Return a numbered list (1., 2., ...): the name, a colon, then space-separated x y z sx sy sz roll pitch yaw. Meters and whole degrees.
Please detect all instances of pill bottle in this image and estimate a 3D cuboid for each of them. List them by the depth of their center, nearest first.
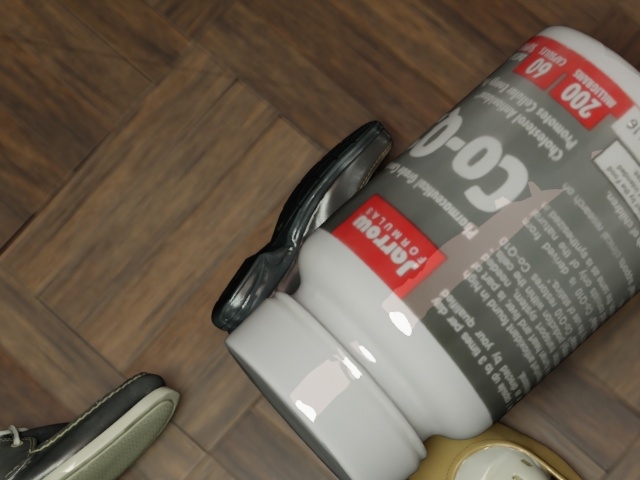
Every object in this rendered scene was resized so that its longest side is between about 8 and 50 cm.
1. pill bottle: 0.090 0.017 1.181 0.283 0.161 0.161 -42 75 -7

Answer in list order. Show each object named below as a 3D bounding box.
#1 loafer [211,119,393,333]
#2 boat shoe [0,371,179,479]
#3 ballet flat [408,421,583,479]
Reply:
1. loafer: 0.000 0.000 1.261 0.061 0.062 0.170 36 86 -9
2. boat shoe: -0.195 0.150 1.227 0.233 0.084 0.079 -36 72 -1
3. ballet flat: 0.147 0.178 1.186 0.232 0.073 0.080 36 82 14
